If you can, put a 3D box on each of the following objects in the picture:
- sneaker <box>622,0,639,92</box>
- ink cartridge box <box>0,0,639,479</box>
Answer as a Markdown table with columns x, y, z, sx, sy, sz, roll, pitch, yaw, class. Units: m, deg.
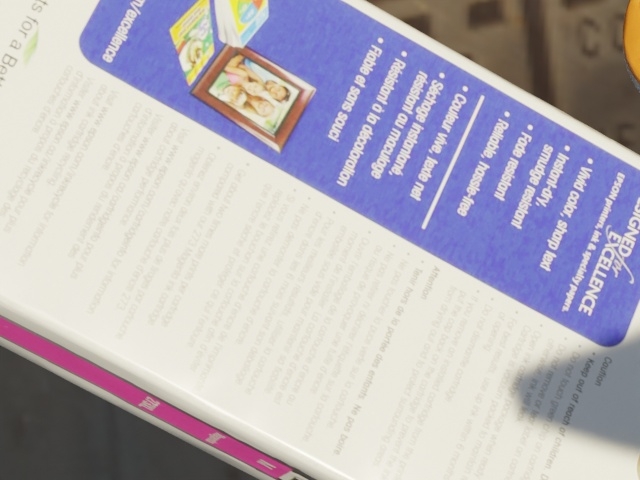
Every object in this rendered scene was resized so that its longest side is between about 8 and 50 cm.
| x | y | z | sx | sy | sz | roll | pitch | yaw | class |
| --- | --- | --- | --- | --- | --- | --- | --- | --- | --- |
| 0.253 | -0.100 | 0.811 | 0.262 | 0.121 | 0.099 | -18 | 63 | 3 | sneaker |
| 0.000 | 0.000 | 0.735 | 0.371 | 0.175 | 0.069 | 28 | 157 | -6 | ink cartridge box |
